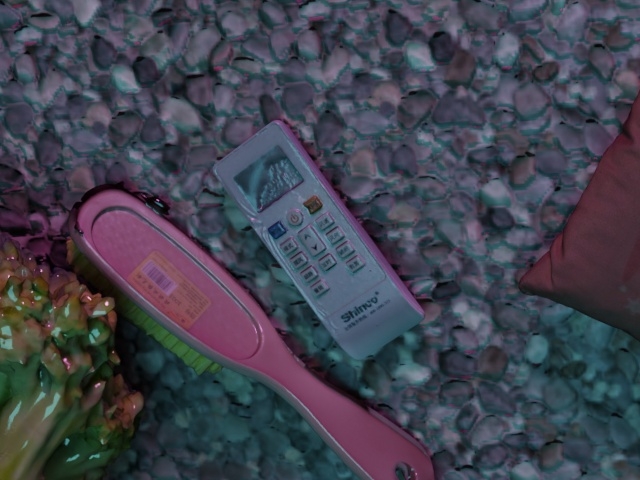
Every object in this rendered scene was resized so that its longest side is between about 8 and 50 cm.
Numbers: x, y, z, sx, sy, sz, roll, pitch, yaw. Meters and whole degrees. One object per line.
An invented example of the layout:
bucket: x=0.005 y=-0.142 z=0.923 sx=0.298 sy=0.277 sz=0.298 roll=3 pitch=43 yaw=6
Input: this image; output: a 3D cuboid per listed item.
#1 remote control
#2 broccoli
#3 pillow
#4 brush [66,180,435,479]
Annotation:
remote control: x=0.000 y=0.000 z=1.011 sx=0.061 sy=0.029 sz=0.162 roll=-34 pitch=93 yaw=22
broccoli: x=-0.224 y=0.163 z=0.952 sx=0.274 sy=0.397 sz=0.353 roll=-22 pitch=99 yaw=-1
pillow: x=0.259 y=-0.016 z=0.899 sx=0.223 sy=0.084 sz=0.236 roll=28 pitch=112 yaw=5
brush: x=-0.049 y=0.083 z=1.046 sx=0.313 sy=0.072 sz=0.067 roll=40 pitch=138 yaw=-5
